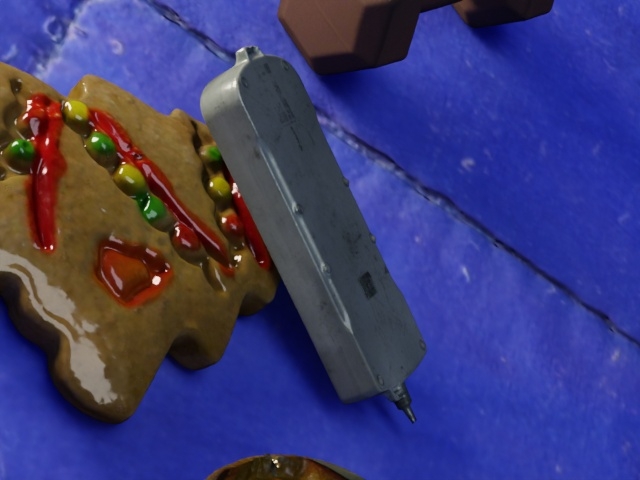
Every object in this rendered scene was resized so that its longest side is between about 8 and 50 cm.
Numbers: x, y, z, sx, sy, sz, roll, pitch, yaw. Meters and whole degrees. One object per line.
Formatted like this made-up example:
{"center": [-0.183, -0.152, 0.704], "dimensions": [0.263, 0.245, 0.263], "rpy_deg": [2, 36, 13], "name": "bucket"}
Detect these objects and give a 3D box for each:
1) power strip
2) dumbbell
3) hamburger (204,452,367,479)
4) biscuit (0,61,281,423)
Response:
{"center": [0.000, 0.000, 1.073], "dimensions": [0.227, 0.029, 0.080], "rpy_deg": [64, 28, -3], "name": "power strip"}
{"center": [0.071, -0.168, 1.266], "dimensions": [0.231, 0.082, 0.092], "rpy_deg": [-22, 76, -48], "name": "dumbbell"}
{"center": [-0.016, 0.187, 0.894], "dimensions": [0.177, 0.113, 0.185], "rpy_deg": [33, 34, -9], "name": "hamburger"}
{"center": [-0.096, -0.012, 1.026], "dimensions": [0.238, 0.041, 0.212], "rpy_deg": [-10, 65, -45], "name": "biscuit"}
